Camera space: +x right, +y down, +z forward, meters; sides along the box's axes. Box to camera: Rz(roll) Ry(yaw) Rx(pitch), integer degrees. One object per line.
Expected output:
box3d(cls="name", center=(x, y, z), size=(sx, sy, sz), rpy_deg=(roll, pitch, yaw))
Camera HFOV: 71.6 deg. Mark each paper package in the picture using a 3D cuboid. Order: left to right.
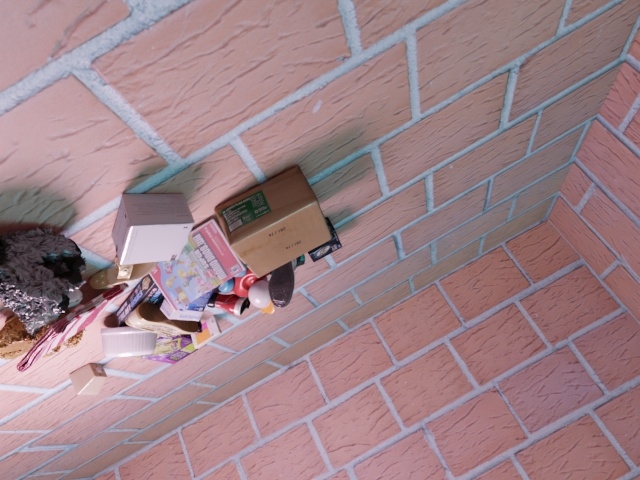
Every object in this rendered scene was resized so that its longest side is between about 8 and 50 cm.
box3d(cls="paper package", center=(-0.151, -0.057, 1.539), size=(0.324, 0.168, 0.309), rpy_deg=(-28, 152, -2))

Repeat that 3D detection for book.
box3d(cls="book", center=(-0.540, 0.429, 2.083), size=(0.144, 0.096, 0.035), rpy_deg=(-34, 153, 11))

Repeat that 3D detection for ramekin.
box3d(cls="ramekin", center=(-0.735, 0.389, 1.713), size=(0.207, 0.109, 0.207), rpy_deg=(-3, 170, -1))

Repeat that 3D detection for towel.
box3d(cls="towel", center=(-0.774, 0.265, 1.413), size=(0.237, 0.037, 0.329), rpy_deg=(-41, -175, 23))

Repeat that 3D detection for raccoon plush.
box3d(cls="raccoon plush", center=(-0.847, 0.088, 1.175), size=(0.299, 0.216, 0.446), rpy_deg=(-31, 130, 32))

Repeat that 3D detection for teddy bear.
box3d(cls="teddy bear", center=(-0.949, 0.317, 1.501), size=(0.245, 0.113, 0.338), rpy_deg=(-28, 162, 10))

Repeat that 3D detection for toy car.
box3d(cls="toy car", center=(-0.260, 0.207, 1.811), size=(0.219, 0.238, 0.210), rpy_deg=(2, 140, -46))

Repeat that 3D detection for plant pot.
box3d(cls="plant pot", center=(-0.996, 0.594, 1.924), size=(0.096, 0.109, 0.109), rpy_deg=(-44, 152, 2))

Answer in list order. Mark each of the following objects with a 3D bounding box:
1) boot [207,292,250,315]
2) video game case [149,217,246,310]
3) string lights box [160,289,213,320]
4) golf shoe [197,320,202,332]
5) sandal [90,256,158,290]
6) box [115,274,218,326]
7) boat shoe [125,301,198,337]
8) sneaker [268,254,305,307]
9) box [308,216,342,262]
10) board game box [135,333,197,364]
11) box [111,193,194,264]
box3d(cls="boot", center=(-0.399, 0.253, 1.945), size=(0.176, 0.089, 0.244), rpy_deg=(11, -174, 6))
box3d(cls="video game case", center=(-0.426, 0.083, 1.498), size=(0.285, 0.204, 0.025), rpy_deg=(-31, -172, 3))
box3d(cls="string lights box", center=(-0.452, 0.157, 1.593), size=(0.133, 0.076, 0.260), rpy_deg=(20, 100, -52))
box3d(cls="golf shoe", center=(-0.602, 0.374, 1.970), size=(0.093, 0.077, 0.198), rpy_deg=(-20, 151, 13))
box3d(cls="sandal", center=(-0.633, 0.088, 1.407), size=(0.239, 0.088, 0.079), rpy_deg=(-25, 159, 2))
box3d(cls="box", center=(-0.582, 0.224, 1.709), size=(0.293, 0.073, 0.295), rpy_deg=(9, 134, -49))
box3d(cls="boat shoe", center=(-0.587, 0.303, 1.669), size=(0.089, 0.105, 0.285), rpy_deg=(-34, 142, 20))
box3d(cls="sneaker", center=(-0.136, 0.121, 1.785), size=(0.123, 0.296, 0.178), rpy_deg=(0, 172, 16))
box3d(cls="box", center=(0.000, 0.000, 1.885), size=(0.147, 0.078, 0.180), rpy_deg=(-28, 154, -1))
box3d(cls="board game box", center=(-0.714, 0.497, 2.089), size=(0.208, 0.056, 0.347), rpy_deg=(-35, 153, 2))
box3d(cls="box", center=(-0.491, -0.034, 1.297), size=(0.181, 0.119, 0.181), rpy_deg=(-5, 144, -40))
